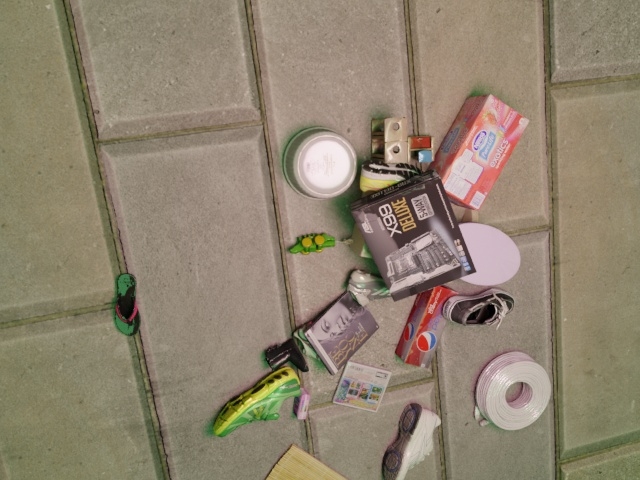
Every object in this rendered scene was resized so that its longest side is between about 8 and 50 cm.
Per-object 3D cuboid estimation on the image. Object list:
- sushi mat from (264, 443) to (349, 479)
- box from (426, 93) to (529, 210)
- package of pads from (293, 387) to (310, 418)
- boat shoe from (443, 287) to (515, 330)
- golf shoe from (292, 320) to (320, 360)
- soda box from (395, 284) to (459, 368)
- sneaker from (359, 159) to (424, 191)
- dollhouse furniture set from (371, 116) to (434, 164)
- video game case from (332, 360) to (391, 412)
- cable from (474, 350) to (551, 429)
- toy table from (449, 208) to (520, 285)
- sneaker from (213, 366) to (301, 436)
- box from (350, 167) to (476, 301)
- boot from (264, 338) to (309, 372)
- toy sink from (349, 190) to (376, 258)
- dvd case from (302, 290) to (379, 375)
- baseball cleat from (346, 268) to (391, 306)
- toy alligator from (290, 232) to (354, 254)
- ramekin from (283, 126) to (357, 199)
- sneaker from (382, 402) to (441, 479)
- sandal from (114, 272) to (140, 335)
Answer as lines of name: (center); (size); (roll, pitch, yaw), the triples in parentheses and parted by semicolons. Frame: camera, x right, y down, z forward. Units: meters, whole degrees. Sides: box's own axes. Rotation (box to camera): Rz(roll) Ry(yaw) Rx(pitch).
sushi mat: (-0.019, 0.790, 1.731); (0.317, 0.019, 0.151); (39, 91, -17)
box: (0.444, -0.256, 1.571); (0.154, 0.142, 0.299); (27, 93, -17)
package of pads: (-0.059, 0.500, 1.648); (0.032, 0.050, 0.083); (6, 99, -23)
boat shoe: (0.520, 0.215, 1.659); (0.306, 0.105, 0.113); (6, 104, -37)
golf shoe: (-0.007, 0.327, 1.626); (0.086, 0.067, 0.186); (-29, 107, 20)
soda box: (0.329, 0.259, 1.676); (0.092, 0.083, 0.263); (19, 95, -17)
sneaker: (0.201, -0.156, 1.460); (0.209, 0.081, 0.094); (11, 132, -10)
dollhouse furniture set: (0.250, -0.285, 1.525); (0.184, 0.129, 0.128); (-4, 102, -12)
video game case: (0.132, 0.464, 1.704); (0.157, 0.019, 0.143); (18, 97, -17)
cable: (0.643, 0.504, 1.796); (0.257, 0.089, 0.257); (-9, 103, -11)
toy table: (0.444, 0.025, 1.618); (0.274, 0.161, 0.252); (30, 93, -18)
sneaker: (-0.183, 0.499, 1.587); (0.296, 0.109, 0.123); (-33, 102, -6)
box: (0.250, -0.009, 1.439); (0.243, 0.076, 0.307); (-22, 115, 11)
boot: (-0.102, 0.356, 1.586); (0.099, 0.045, 0.121); (-25, 64, -17)
toy sink: (0.196, -0.063, 1.556); (0.153, 0.131, 0.234); (12, 98, -16)
dvd case: (0.067, 0.269, 1.606); (0.221, 0.018, 0.164); (-40, 109, -27)
baseball cleat: (0.173, 0.157, 1.626); (0.206, 0.072, 0.109); (21, 95, -14)
toy alligator: (0.000, 0.000, 1.565); (0.190, 0.056, 0.051); (-11, 62, -10)
ramekin: (0.006, -0.211, 1.493); (0.207, 0.109, 0.207); (-3, 102, -13)
sneaker: (0.300, 0.682, 1.744); (0.129, 0.111, 0.297); (22, 96, -22)
sandal: (-0.534, 0.181, 1.476); (0.067, 0.040, 0.179); (-2, 101, -13)
